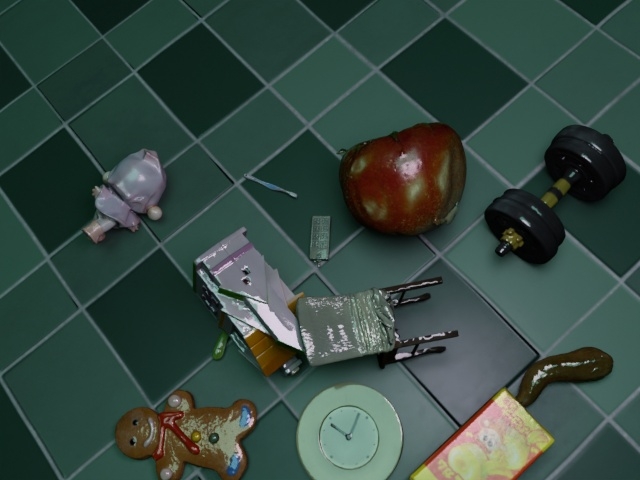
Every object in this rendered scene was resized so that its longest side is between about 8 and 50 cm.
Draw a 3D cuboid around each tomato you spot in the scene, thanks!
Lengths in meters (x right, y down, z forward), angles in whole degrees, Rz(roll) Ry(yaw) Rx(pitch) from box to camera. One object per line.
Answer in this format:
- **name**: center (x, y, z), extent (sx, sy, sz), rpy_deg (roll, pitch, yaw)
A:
- **tomato**: center (0.193, -0.133, 1.386), extent (0.303, 0.303, 0.239), rpy_deg (-15, 96, 2)

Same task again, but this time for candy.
- **candy**: center (0.328, 0.449, 1.250), extent (0.276, 0.088, 0.146), rpy_deg (-42, 71, -9)

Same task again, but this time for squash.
- **squash**: center (-0.233, 0.240, 1.438), extent (0.027, 0.027, 0.089), rpy_deg (15, 70, 13)

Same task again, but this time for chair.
- **chair**: center (0.114, 0.189, 1.315), extent (0.318, 0.186, 0.160), rpy_deg (-11, 69, -4)

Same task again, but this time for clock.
- **clock**: center (-0.134, 0.156, 1.354), extent (0.166, 0.235, 0.310), rpy_deg (-36, 80, -22)
- **clock**: center (0.063, 0.430, 1.327), extent (0.234, 0.029, 0.235), rpy_deg (-3, 69, 8)

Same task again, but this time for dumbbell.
- **dumbbell**: center (0.532, -0.104, 1.382), extent (0.388, 0.185, 0.185), rpy_deg (-44, 70, -9)

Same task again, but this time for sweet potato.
- **sweet potato**: center (0.515, 0.285, 1.303), extent (0.232, 0.062, 0.081), rpy_deg (-21, 70, 2)

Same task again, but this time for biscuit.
- **biscuit**: center (-0.312, 0.442, 1.363), extent (0.323, 0.049, 0.206), rpy_deg (5, 71, 11)

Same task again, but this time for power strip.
- **power strip**: center (0.000, 0.000, 1.499), extent (0.050, 0.019, 0.136), rpy_deg (2, 70, 6)

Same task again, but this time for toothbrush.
- **toothbrush**: center (-0.131, -0.142, 1.570), extent (0.162, 0.017, 0.014), rpy_deg (24, 69, 15)

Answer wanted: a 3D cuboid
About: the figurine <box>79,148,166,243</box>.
- **figurine**: center (-0.499, -0.110, 1.546), extent (0.200, 0.133, 0.276), rpy_deg (35, 78, 14)
